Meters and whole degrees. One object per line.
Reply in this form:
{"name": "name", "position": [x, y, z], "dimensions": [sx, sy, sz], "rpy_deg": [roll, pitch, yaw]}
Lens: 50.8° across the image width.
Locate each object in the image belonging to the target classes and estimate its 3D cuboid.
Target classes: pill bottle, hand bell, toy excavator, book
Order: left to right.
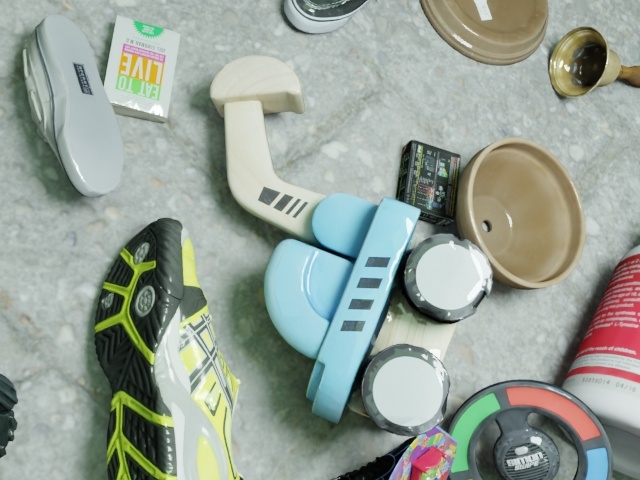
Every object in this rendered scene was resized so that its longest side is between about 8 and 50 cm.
{"name": "book", "position": [-0.264, -0.250, 0.990], "dimensions": [0.096, 0.035, 0.144], "rpy_deg": [10, 70, -20]}
{"name": "toy excavator", "position": [0.000, 0.000, 0.915], "dimensions": [0.444, 0.222, 0.433], "rpy_deg": [21, 81, 6]}
{"name": "hand bell", "position": [0.562, -0.317, 1.270], "dimensions": [0.241, 0.126, 0.126], "rpy_deg": [1, 74, -32]}
{"name": "pill bottle", "position": [0.544, 0.149, 1.046], "dimensions": [0.229, 0.229, 0.408], "rpy_deg": [37, 67, -6]}

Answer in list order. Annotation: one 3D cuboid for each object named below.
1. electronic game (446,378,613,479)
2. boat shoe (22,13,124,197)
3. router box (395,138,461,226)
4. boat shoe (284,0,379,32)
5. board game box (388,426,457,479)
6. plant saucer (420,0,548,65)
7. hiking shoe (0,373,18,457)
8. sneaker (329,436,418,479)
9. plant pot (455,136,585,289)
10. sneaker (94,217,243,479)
{"name": "electronic game", "position": [0.290, 0.307, 0.951], "dimensions": [0.229, 0.048, 0.230], "rpy_deg": [2, 99, 14]}
{"name": "boat shoe", "position": [-0.344, -0.171, 0.905], "dimensions": [0.096, 0.088, 0.268], "rpy_deg": [-4, 70, -59]}
{"name": "router box", "position": [0.174, -0.093, 1.090], "dimensions": [0.092, 0.038, 0.123], "rpy_deg": [15, 71, -14]}
{"name": "boat shoe", "position": [0.073, -0.449, 1.120], "dimensions": [0.306, 0.105, 0.113], "rpy_deg": [-31, 86, -24]}
{"name": "board game box", "position": [0.140, 0.311, 0.858], "dimensions": [0.133, 0.033, 0.169], "rpy_deg": [-57, 142, -10]}
{"name": "plant saucer", "position": [0.310, -0.456, 1.242], "dimensions": [0.277, 0.041, 0.278], "rpy_deg": [5, 74, -18]}
{"name": "hiking shoe", "position": [-0.435, 0.291, 0.751], "dimensions": [0.131, 0.113, 0.304], "rpy_deg": [7, 77, 14]}
{"name": "sneaker", "position": [0.059, 0.340, 0.903], "dimensions": [0.090, 0.081, 0.232], "rpy_deg": [48, 67, -8]}
{"name": "plant pot", "position": [0.295, -0.034, 1.068], "dimensions": [0.237, 0.109, 0.238], "rpy_deg": [7, 74, -27]}
{"name": "sneaker", "position": [-0.187, 0.156, 0.857], "dimensions": [0.147, 0.145, 0.385], "rpy_deg": [22, 54, -48]}
